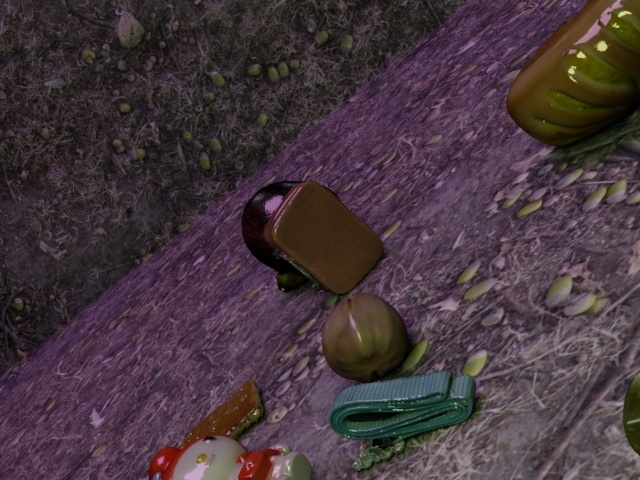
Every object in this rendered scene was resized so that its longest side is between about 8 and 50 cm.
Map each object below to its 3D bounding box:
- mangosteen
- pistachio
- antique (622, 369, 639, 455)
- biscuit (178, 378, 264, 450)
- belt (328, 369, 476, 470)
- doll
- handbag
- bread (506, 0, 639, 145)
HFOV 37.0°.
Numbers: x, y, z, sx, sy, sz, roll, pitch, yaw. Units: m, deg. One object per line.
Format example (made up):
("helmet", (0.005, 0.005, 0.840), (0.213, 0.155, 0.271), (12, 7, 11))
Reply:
("mangosteen", (-0.052, -0.014, 1.872), (0.216, 0.216, 0.216), (-38, 16, 12))
("pistachio", (0.058, 0.128, 1.320), (0.124, 0.124, 0.185), (-39, 16, 6))
("antique", (0.316, 0.131, 0.658), (0.081, 0.080, 0.221), (-34, 24, -32))
("biscuit", (-0.187, 0.327, 1.548), (0.237, 0.026, 0.131), (-41, 14, 2))
("belt", (0.102, 0.207, 1.124), (0.179, 0.100, 0.065), (-16, 24, 25))
("doll", (-0.148, 0.329, 1.248), (0.290, 0.130, 0.161), (-14, 34, 31))
("handbag", (0.000, 0.000, 1.685), (0.151, 0.193, 0.072), (-49, 15, -13))
("bread", (0.427, -0.273, 1.432), (0.333, 0.160, 0.333), (-48, 2, 2))
